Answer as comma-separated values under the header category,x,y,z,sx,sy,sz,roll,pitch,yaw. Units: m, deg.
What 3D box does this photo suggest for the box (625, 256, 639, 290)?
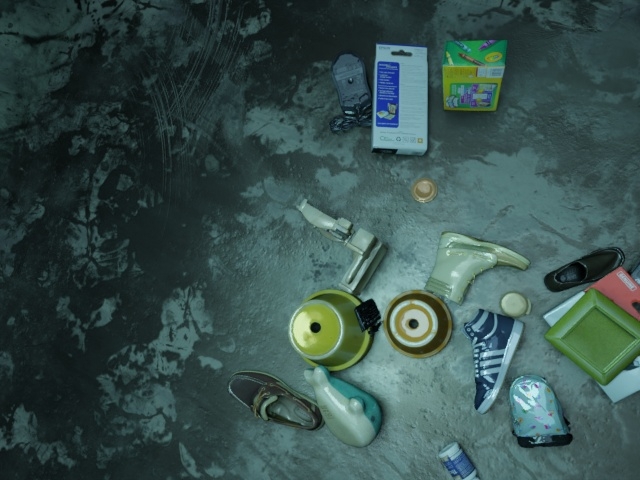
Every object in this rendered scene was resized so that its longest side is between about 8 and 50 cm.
category,x,y,z,sx,sy,sz,roll,pitch,yaw
box,0.967,0.110,1.198,0.231,0.056,0.183,38,91,20

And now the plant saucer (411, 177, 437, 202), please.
category,x,y,z,sx,sy,sz,roll,pitch,yaw
plant saucer,0.335,-0.163,1.459,0.084,0.013,0.083,-3,78,16

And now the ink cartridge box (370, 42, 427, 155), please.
category,x,y,z,sx,sy,sz,roll,pitch,yaw
ink cartridge box,0.260,-0.466,1.491,0.176,0.069,0.370,3,81,-2

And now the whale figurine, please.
category,x,y,z,sx,sy,sz,roll,pitch,yaw
whale figurine,0.070,0.463,1.317,0.141,0.216,0.272,-36,89,-35

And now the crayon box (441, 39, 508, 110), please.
category,x,y,z,sx,sy,sz,roll,pitch,yaw
crayon box,0.454,-0.483,1.349,0.166,0.278,0.081,6,82,17

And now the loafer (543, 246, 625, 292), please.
category,x,y,z,sx,sy,sz,roll,pitch,yaw
loafer,0.742,0.084,1.257,0.220,0.078,0.080,-29,73,9

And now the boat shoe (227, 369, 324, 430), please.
category,x,y,z,sx,sy,sz,roll,pitch,yaw
boat shoe,-0.153,0.502,1.408,0.342,0.123,0.123,20,85,19

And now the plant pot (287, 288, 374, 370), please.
category,x,y,z,sx,sy,sz,roll,pitch,yaw
plant pot,0.018,0.264,1.347,0.254,0.239,0.253,-3,77,16

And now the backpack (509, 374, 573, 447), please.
category,x,y,z,sx,sy,sz,roll,pitch,yaw
backpack,0.582,0.453,1.211,0.152,0.115,0.181,-12,73,16

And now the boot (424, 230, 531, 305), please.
category,x,y,z,sx,sy,sz,roll,pitch,yaw
boot,0.455,0.100,1.328,0.262,0.095,0.203,18,84,20

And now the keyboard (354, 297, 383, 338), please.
category,x,y,z,sx,sy,sz,roll,pitch,yaw
keyboard,0.156,0.226,1.340,0.038,0.192,0.100,-22,85,21

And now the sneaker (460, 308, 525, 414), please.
category,x,y,z,sx,sy,sz,roll,pitch,yaw
sneaker,0.452,0.331,1.279,0.153,0.099,0.282,24,80,14

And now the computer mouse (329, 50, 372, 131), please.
category,x,y,z,sx,sy,sz,roll,pitch,yaw
computer mouse,0.107,-0.517,1.573,0.189,0.072,0.271,-9,89,12

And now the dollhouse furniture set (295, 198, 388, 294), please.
category,x,y,z,sx,sy,sz,roll,pitch,yaw
dollhouse furniture set,0.000,0.000,1.371,0.356,0.303,0.173,31,90,20

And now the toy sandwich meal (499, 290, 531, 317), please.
category,x,y,z,sx,sy,sz,roll,pitch,yaw
toy sandwich meal,0.567,0.185,1.316,0.086,0.029,0.085,-2,85,25

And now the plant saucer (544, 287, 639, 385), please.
category,x,y,z,sx,sy,sz,roll,pitch,yaw
plant saucer,0.721,0.252,1.170,0.188,0.045,0.188,43,108,23

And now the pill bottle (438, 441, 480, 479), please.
category,x,y,z,sx,sy,sz,roll,pitch,yaw
pill bottle,0.389,0.631,1.255,0.067,0.067,0.120,-37,72,6

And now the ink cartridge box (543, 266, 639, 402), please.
category,x,y,z,sx,sy,sz,roll,pitch,yaw
ink cartridge box,0.786,0.246,1.195,0.239,0.060,0.275,-42,70,21

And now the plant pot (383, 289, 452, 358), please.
category,x,y,z,sx,sy,sz,roll,pitch,yaw
plant pot,0.275,0.239,1.303,0.205,0.188,0.204,-3,78,16
